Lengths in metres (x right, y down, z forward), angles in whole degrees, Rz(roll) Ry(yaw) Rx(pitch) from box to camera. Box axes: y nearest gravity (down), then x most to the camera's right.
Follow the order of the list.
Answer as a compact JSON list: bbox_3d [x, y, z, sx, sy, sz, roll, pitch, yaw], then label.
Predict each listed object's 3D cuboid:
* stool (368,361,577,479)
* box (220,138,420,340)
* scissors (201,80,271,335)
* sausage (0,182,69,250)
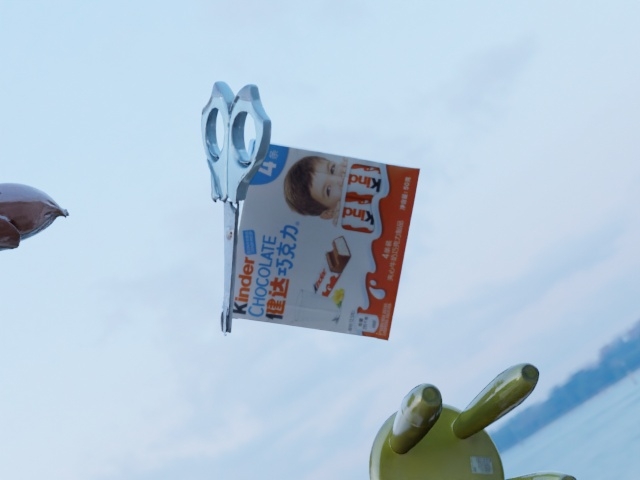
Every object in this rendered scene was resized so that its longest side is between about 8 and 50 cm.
[{"bbox_3d":[0.104,0.157,0.848,0.135,0.134,0.110,-59,4,-31],"label":"stool"},{"bbox_3d":[0.000,0.000,1.796,0.264,0.274,0.048,8,7,-11],"label":"box"},{"bbox_3d":[-0.128,-0.041,1.658,0.029,0.360,0.191,-1,11,-32],"label":"scissors"},{"bbox_3d":[-0.461,0.001,1.214,0.433,0.088,0.088,-13,-22,-37],"label":"sausage"}]
